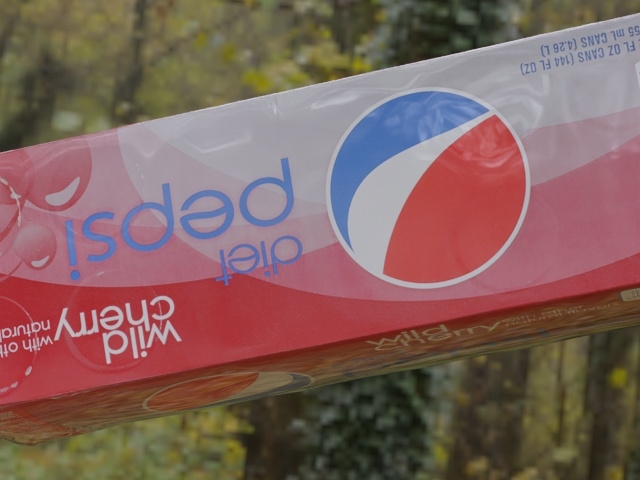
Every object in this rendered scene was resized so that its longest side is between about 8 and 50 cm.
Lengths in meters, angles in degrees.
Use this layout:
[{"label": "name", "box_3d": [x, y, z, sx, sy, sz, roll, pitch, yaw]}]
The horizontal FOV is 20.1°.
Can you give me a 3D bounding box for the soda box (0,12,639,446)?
[{"label": "soda box", "box_3d": [0.000, 0.000, 0.615, 0.263, 0.092, 0.083, -12, -13, 10]}]
